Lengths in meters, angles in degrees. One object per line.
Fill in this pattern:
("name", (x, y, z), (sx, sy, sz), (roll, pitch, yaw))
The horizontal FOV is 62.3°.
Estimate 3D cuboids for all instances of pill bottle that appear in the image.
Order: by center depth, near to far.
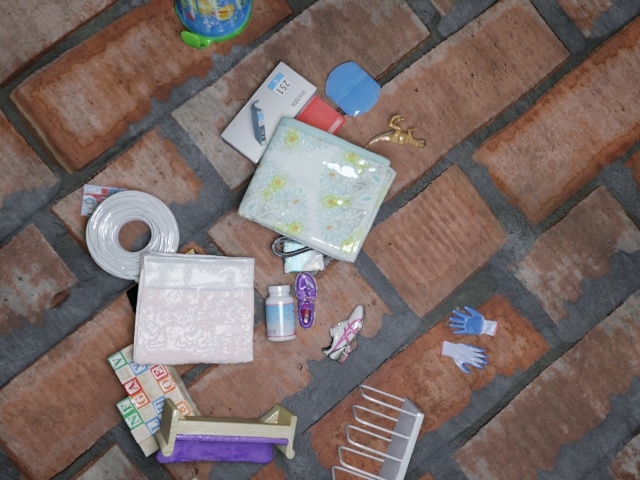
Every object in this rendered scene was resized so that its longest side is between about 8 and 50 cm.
("pill bottle", (-0.119, 0.213, 1.568), (0.087, 0.087, 0.160), (-3, 88, -4))

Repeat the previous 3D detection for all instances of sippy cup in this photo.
("sippy cup", (-0.321, -0.731, 1.534), (0.240, 0.224, 0.305), (-17, 89, -4))

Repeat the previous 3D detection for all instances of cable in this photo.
("cable", (-0.543, -0.014, 1.548), (0.257, 0.089, 0.256), (22, 85, -6))
("cable", (0.000, 0.000, 1.590), (0.288, 0.072, 0.139), (-22, 108, 0))

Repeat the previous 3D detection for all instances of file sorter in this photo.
("file sorter", (0.154, 0.580, 1.517), (0.173, 0.193, 0.277), (19, 86, 0))

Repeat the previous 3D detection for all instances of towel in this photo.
("towel", (-0.351, 0.195, 1.512), (0.332, 0.053, 0.316), (3, 87, -17))
("towel", (-0.007, -0.145, 1.519), (0.375, 0.090, 0.320), (24, 82, 4))

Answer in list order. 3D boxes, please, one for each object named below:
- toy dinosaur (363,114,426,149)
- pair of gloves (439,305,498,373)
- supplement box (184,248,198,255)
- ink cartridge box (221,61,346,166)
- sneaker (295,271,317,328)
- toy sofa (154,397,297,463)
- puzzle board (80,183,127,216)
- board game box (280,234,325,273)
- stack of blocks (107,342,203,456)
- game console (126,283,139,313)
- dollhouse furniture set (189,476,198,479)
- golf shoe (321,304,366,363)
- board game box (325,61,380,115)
("toy dinosaur", (0.227, -0.323, 1.628), (0.212, 0.064, 0.112), (1, 88, -3))
("pair of gloves", (0.457, 0.307, 1.632), (0.160, 0.023, 0.198), (17, 86, -2))
("supplement box", (-0.378, 0.074, 1.580), (0.055, 0.043, 0.083), (-32, 89, -5))
("ink cartridge box", (-0.106, -0.345, 1.607), (0.261, 0.066, 0.296), (38, 86, 0))
("sneaker", (-0.039, 0.180, 1.583), (0.069, 0.071, 0.169), (-5, 87, -4))
("toy sofa", (-0.258, 0.543, 1.453), (0.363, 0.150, 0.176), (12, 82, -24))
("puzzle board", (-0.651, -0.115, 1.589), (0.128, 0.011, 0.096), (6, 87, -3))
("board game box", (-0.057, 0.004, 1.612), (0.126, 0.026, 0.186), (-6, 88, -3))
("stack of blocks", (-0.492, 0.440, 1.533), (0.171, 0.087, 0.297), (-30, 89, -5))
("game console", (-0.499, 0.174, 1.585), (0.122, 0.071, 0.107), (-31, 119, -4))
("dollhouse furniture set", (-0.336, 0.745, 1.569), (0.114, 0.091, 0.081), (33, 128, 20))
("golf shoe", (0.073, 0.272, 1.587), (0.086, 0.067, 0.186), (27, 86, 0))
("board game box", (0.098, -0.464, 1.643), (0.169, 0.033, 0.133), (43, 90, 5))
